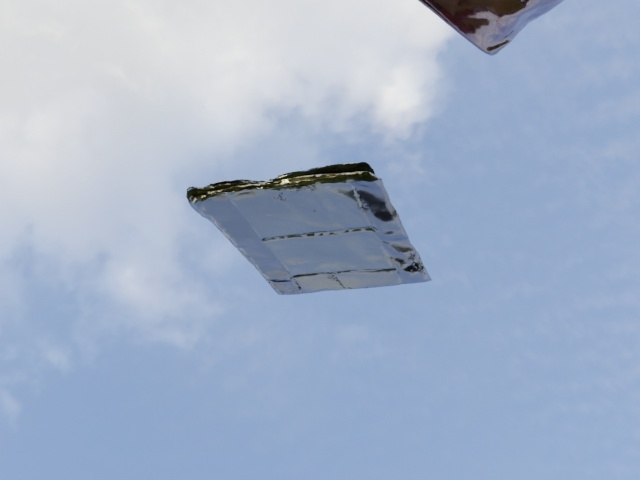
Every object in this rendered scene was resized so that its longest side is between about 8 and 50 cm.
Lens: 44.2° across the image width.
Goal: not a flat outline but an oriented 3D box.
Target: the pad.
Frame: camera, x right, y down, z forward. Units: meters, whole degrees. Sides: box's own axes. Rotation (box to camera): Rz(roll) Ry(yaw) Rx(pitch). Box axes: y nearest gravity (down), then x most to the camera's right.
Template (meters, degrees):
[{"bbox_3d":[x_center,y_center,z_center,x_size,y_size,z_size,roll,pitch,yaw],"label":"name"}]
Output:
[{"bbox_3d":[0.000,-0.001,0.740,0.174,0.233,0.022,-7,-117,19],"label":"pad"}]

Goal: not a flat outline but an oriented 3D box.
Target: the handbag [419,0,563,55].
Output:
[{"bbox_3d":[0.117,-0.258,0.599,0.225,0.135,0.146,27,-128,-34],"label":"handbag"}]
